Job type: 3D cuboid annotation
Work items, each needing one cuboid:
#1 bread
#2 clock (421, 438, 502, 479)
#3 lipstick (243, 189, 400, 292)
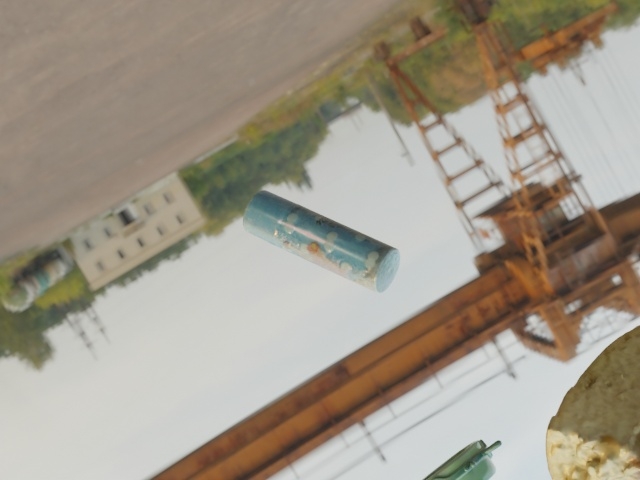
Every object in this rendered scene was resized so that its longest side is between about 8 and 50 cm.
[{"bbox_3d":[0.346,0.221,1.036,0.184,0.211,0.224,9,-145,30],"label":"bread"},{"bbox_3d":[0.232,0.407,1.762,0.159,0.066,0.211,-29,166,-38],"label":"clock"},{"bbox_3d":[0.000,0.000,1.000,0.158,0.048,0.048,25,-141,26],"label":"lipstick"}]
